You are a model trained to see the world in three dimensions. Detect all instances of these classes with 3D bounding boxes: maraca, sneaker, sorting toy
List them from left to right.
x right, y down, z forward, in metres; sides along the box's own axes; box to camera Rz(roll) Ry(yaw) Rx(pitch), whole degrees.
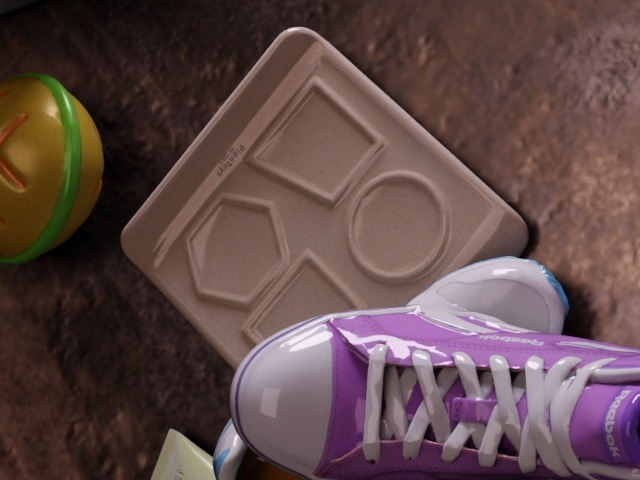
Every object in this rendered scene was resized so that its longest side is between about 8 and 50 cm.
[{"bbox_3d":[-0.210,-0.045,1.153,0.186,0.099,0.127,-11,74,51],"label":"maraca"},{"bbox_3d":[0.000,0.000,1.077,0.208,0.038,0.193,44,101,20],"label":"sorting toy"},{"bbox_3d":[0.042,0.090,0.990,0.229,0.092,0.087,-33,91,9],"label":"sneaker"},{"bbox_3d":[0.097,0.081,0.877,0.282,0.161,0.102,2,84,-6],"label":"sneaker"}]

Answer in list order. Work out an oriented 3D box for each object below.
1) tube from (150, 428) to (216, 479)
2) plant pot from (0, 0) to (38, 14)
[{"bbox_3d":[-0.020,0.202,1.042,0.240,0.062,0.070,22,50,33],"label":"tube"},{"bbox_3d":[-0.262,-0.279,1.139,0.252,0.248,0.247,3,83,8],"label":"plant pot"}]
